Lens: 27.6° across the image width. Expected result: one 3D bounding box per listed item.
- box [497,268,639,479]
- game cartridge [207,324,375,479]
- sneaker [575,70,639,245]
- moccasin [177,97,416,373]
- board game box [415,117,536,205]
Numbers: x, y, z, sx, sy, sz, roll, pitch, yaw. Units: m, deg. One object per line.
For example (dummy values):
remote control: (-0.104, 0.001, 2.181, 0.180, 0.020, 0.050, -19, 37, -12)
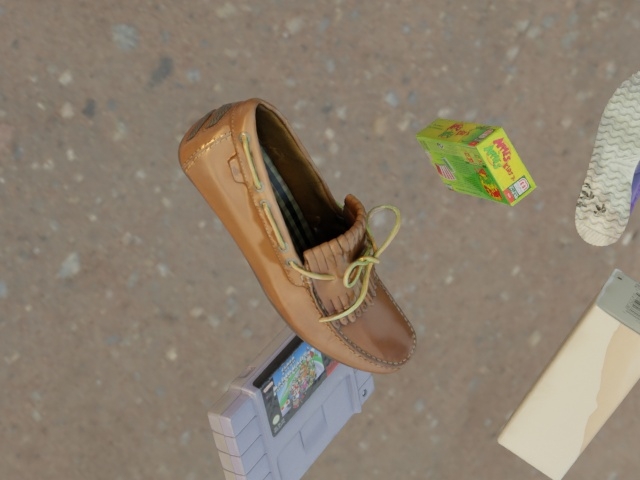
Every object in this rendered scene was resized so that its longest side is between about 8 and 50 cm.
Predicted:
box: (0.416, 0.213, 2.038, 0.148, 0.121, 0.311, -43, 164, -55)
game cartridge: (-0.033, 0.246, 2.023, 0.355, 0.068, 0.230, -45, 139, -42)
sneaker: (0.484, -0.137, 2.086, 0.293, 0.102, 0.146, -68, 167, 8)
moccasin: (0.001, -0.002, 1.476, 0.380, 0.147, 0.139, 58, 41, -18)
board game box: (0.196, -0.103, 1.668, 0.043, 0.181, 0.092, -38, 109, -11)
